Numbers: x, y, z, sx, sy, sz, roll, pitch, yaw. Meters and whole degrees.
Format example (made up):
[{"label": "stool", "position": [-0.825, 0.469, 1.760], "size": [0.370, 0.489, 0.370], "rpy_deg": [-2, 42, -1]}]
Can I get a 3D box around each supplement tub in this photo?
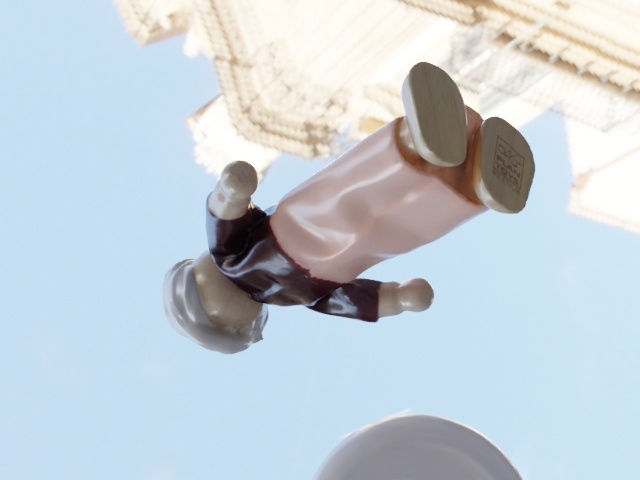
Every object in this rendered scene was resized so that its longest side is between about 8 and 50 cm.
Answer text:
[{"label": "supplement tub", "position": [0.084, 0.256, 1.097], "size": [0.191, 0.272, 0.191], "rpy_deg": [-1, -101, 3]}]

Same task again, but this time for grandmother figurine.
[{"label": "grandmother figurine", "position": [0.000, 0.000, 0.937], "size": [0.208, 0.342, 0.104], "rpy_deg": [41, -135, -22]}]
